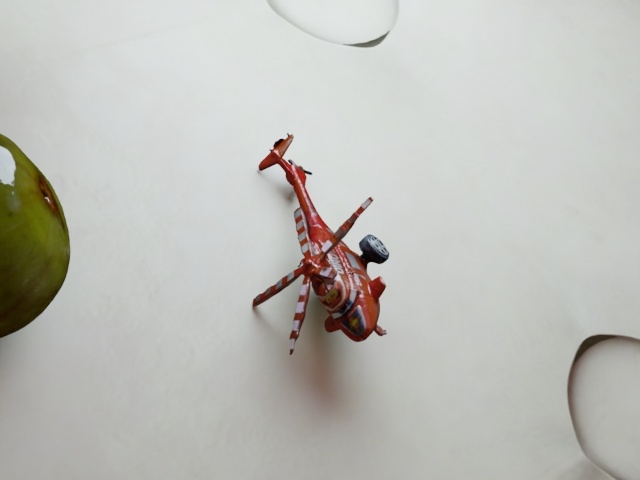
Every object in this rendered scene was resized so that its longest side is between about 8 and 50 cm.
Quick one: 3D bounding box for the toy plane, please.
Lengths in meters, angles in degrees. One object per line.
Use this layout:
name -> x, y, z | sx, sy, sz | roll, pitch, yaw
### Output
toy plane -> -0.005, 0.006, 0.778 | 0.077, 0.126, 0.194 | 29, 9, -42

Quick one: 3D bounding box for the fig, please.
fig -> -0.259, 0.011, 0.649 | 0.142, 0.186, 0.148 | 28, 43, -63
